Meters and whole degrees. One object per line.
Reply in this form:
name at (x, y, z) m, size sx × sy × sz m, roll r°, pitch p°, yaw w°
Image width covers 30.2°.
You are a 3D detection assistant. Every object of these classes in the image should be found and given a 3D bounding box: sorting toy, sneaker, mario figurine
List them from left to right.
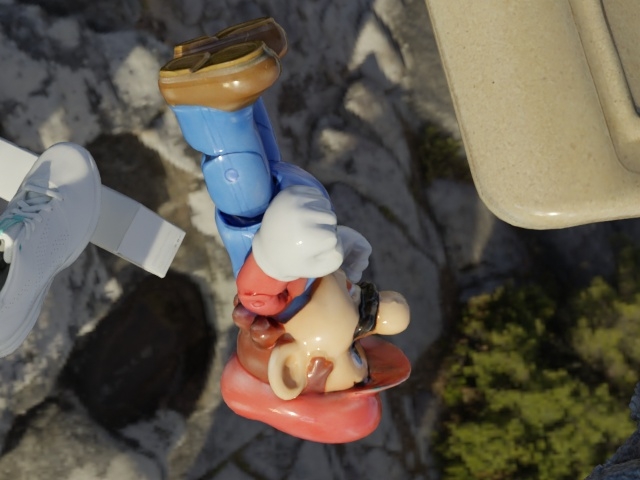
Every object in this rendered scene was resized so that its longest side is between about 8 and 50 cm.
sneaker at (-0.260, -0.004, 1.045) m, size 0.094 × 0.080 × 0.212 m, roll 73°, pitch 34°, yaw -65°
mario figurine at (0.000, 0.000, 0.858) m, size 0.198 × 0.170 × 0.320 m, roll -39°, pitch 122°, yaw -42°
sorting toy at (0.119, -0.155, 0.385) m, size 0.229 × 0.041 × 0.307 m, roll -7°, pitch 73°, yaw -19°

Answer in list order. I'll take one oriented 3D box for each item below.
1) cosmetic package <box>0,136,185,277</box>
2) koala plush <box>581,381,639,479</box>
cosmetic package at (-0.266, -0.042, 1.266) m, size 0.060 × 0.239 × 0.099 m, roll -64°, pitch 153°, yaw -4°
koala plush at (0.169, 0.202, 0.685) m, size 0.221 × 0.203 × 0.196 m, roll -2°, pitch 53°, yaw -46°
